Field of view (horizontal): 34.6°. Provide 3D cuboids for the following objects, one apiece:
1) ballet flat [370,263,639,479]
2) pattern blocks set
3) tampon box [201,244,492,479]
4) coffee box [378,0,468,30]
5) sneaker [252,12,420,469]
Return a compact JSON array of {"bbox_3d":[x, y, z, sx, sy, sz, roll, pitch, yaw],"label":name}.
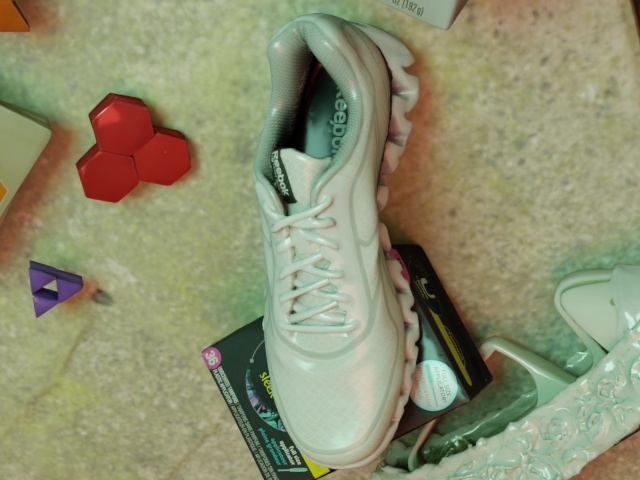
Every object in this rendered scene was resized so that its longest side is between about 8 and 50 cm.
[{"bbox_3d":[0.190,0.107,0.777,0.147,0.147,0.409,37,112,-19],"label":"ballet flat"},{"bbox_3d":[-0.278,-0.054,0.671,0.285,0.026,0.325,-46,127,11],"label":"pattern blocks set"},{"bbox_3d":[0.022,0.092,0.750,0.161,0.101,0.120,-31,81,16],"label":"tampon box"},{"bbox_3d":[0.041,-0.269,0.473,0.168,0.119,0.297,26,144,9],"label":"coffee box"},{"bbox_3d":[0.000,0.000,0.646,0.110,0.118,0.292,-1,88,18],"label":"sneaker"}]
